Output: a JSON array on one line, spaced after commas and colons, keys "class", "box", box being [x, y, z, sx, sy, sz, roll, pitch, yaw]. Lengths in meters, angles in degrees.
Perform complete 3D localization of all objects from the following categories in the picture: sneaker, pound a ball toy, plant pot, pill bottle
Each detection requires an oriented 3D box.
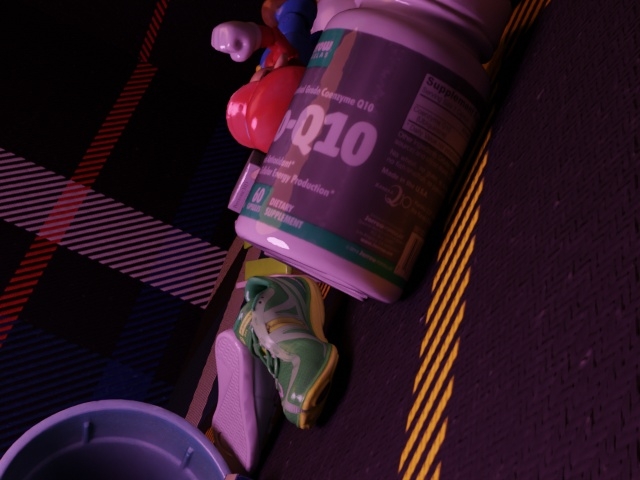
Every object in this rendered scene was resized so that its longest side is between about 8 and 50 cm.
[{"class": "sneaker", "box": [-0.051, 0.138, 1.201, 0.295, 0.124, 0.109, -109, 34, -63]}, {"class": "sneaker", "box": [-0.075, 0.227, 1.364, 0.151, 0.094, 0.256, -19, -56, -40]}, {"class": "pound a ball toy", "box": [-0.043, -0.029, 1.522, 0.319, 0.136, 0.208, 161, 108, -70]}, {"class": "plant pot", "box": [-0.312, 0.459, 1.352, 0.334, 0.341, 0.341, 114, 175, -51]}, {"class": "pill bottle", "box": [0.065, -0.129, 1.048, 0.361, 0.204, 0.204, -66, 9, -4]}]

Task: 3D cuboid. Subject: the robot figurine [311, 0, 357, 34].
[{"class": "robot figurine", "box": [0.059, -0.316, 1.603, 0.353, 0.200, 0.300, 132, 124, -63]}]

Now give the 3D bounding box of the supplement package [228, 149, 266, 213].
[{"class": "supplement package", "box": [-0.076, -0.083, 1.820, 0.105, 0.179, 0.105, -63, 9, 18]}]

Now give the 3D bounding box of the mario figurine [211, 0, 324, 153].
[{"class": "mario figurine", "box": [-0.068, -0.218, 1.271, 0.170, 0.198, 0.320, -56, 14, 33]}]

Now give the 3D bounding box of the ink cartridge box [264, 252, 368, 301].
[{"class": "ink cartridge box", "box": [0.050, -0.089, 1.274, 0.306, 0.131, 0.226, -64, 9, -3]}]

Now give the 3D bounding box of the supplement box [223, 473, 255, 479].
[{"class": "supplement box", "box": [-0.105, 0.352, 1.213, 0.083, 0.056, 0.083, -68, 10, -19]}]
